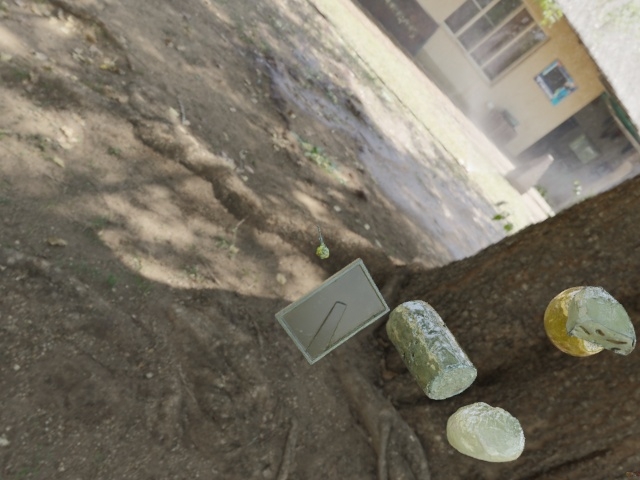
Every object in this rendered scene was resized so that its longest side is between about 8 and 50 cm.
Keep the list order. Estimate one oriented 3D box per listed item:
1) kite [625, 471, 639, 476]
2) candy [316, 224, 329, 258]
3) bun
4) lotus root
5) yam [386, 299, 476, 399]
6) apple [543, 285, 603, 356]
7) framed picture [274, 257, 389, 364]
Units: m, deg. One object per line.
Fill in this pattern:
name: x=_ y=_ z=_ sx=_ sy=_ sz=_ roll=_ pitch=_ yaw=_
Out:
kite: x=0.609 y=0.434 z=0.936 sx=0.141 sy=0.015 sz=0.245 roll=54 pitch=-15 yaw=2
candy: x=0.000 y=0.000 z=1.643 sx=0.035 sy=0.035 sz=0.123 roll=16 pitch=46 yaw=-32
bun: x=0.249 y=0.285 z=0.861 sx=0.115 sy=0.115 sz=0.069 roll=3 pitch=92 yaw=-62
lotus root: x=0.598 y=0.154 z=1.217 sx=0.142 sy=0.070 sz=0.144 roll=14 pitch=49 yaw=-5
yam: x=0.197 y=0.198 z=1.019 sx=0.107 sy=0.107 sz=0.194 roll=39 pitch=11 yaw=-30
apple: x=0.666 y=0.209 z=1.454 sx=0.182 sy=0.182 sz=0.155 roll=43 pitch=10 yaw=-21
framed picture: x=0.035 y=0.178 z=1.410 sx=0.184 sy=0.249 sz=0.016 roll=57 pitch=-3 yaw=-29
